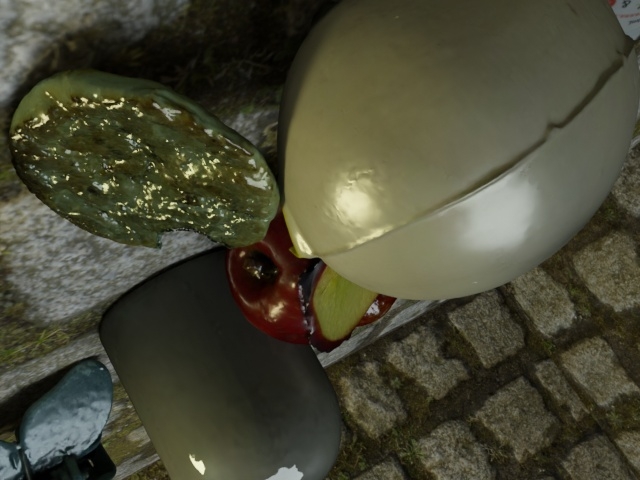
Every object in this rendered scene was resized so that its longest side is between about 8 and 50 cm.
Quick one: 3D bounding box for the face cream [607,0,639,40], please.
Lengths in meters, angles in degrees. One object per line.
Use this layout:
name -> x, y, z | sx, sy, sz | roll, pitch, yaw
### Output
face cream -> 0.339, -0.305, 0.732 | 0.145, 0.145, 0.369 | -30, 163, -8

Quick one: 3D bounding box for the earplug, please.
earplug -> -0.142, 0.254, 0.999 | 0.312, 0.394, 0.312 | -30, 163, -10

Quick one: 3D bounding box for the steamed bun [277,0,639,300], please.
steamed bun -> 0.124, -0.115, 0.575 | 0.374, 0.334, 0.334 | -43, 174, -43

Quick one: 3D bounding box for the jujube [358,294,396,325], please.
jujube -> 0.093, 0.056, 1.212 | 0.255, 0.190, 0.190 | -35, 164, -23

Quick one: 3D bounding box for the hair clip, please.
hair clip -> -0.518, 0.447, 1.088 | 0.318, 0.392, 0.238 | -20, -175, -35

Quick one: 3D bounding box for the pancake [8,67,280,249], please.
pancake -> -0.156, -0.058, 0.539 | 0.253, 0.037, 0.253 | 7, 149, 4

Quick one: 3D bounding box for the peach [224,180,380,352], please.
peach -> 0.000, 0.000, 0.898 | 0.362, 0.201, 0.257 | -30, 138, -49
